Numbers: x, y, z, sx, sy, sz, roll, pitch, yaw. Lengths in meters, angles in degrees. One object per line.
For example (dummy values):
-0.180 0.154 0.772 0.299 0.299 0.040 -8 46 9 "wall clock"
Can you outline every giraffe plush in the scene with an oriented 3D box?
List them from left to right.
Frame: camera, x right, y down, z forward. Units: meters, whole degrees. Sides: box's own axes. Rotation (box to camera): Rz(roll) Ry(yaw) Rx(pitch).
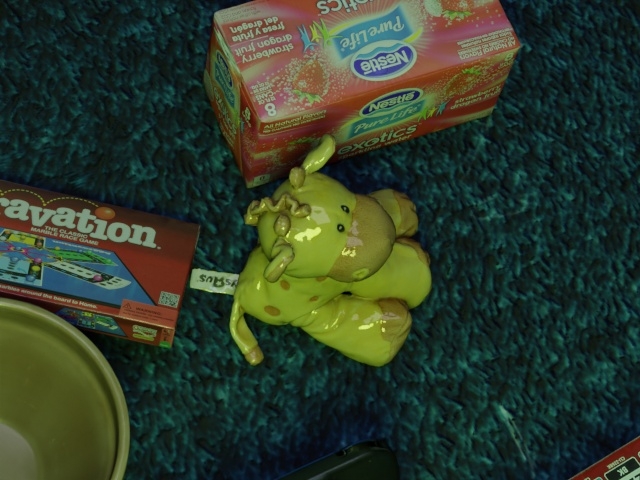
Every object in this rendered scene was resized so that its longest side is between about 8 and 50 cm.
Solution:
0.000 0.000 1.570 0.210 0.170 0.181 -7 66 -11 "giraffe plush"

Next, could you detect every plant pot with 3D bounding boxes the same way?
-0.274 0.172 1.482 0.237 0.110 0.237 4 64 -8 "plant pot"

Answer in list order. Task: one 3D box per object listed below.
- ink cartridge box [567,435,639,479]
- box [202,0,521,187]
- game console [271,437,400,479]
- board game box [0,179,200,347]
0.308 0.293 1.499 0.309 0.130 0.272 -28 73 -20 "ink cartridge box"
0.034 -0.158 1.676 0.257 0.128 0.123 -17 68 -16 "box"
-0.028 0.333 1.413 0.293 0.250 0.173 -23 43 -18 "game console"
-0.251 0.007 1.580 0.281 0.027 0.145 12 37 -2 "board game box"
